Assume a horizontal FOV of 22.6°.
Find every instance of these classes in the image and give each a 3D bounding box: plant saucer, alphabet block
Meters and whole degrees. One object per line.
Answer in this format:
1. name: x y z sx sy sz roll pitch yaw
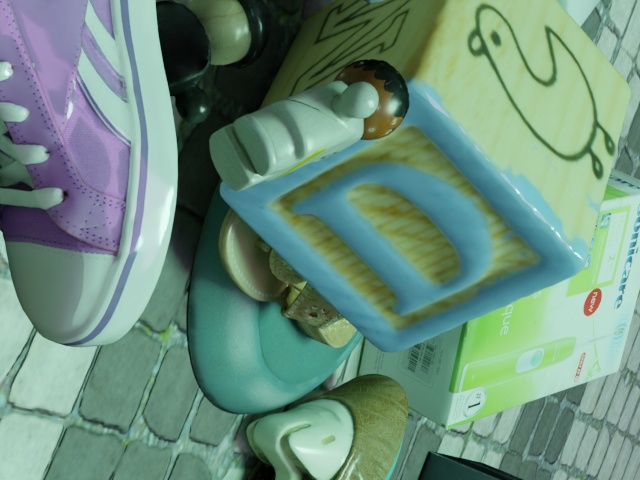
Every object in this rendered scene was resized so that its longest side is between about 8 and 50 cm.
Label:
1. plant saucer: 0.000 0.000 1.310 0.317 0.044 0.317 -44 145 -43
2. alphabet block: 0.078 -0.071 1.125 0.192 0.193 0.197 45 43 -23

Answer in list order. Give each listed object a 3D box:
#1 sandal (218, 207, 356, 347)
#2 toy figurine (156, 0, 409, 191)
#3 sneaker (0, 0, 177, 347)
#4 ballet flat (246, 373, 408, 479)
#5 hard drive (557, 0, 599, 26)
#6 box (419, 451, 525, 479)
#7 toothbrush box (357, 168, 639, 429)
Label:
1. sandal: 0.009 0.029 1.205 0.088 0.079 0.240 -64 154 -12
2. toy figurine: -0.037 -0.151 0.931 0.148 0.209 0.213 -27 133 -42
3. sneaker: -0.153 -0.087 0.701 0.161 0.102 0.282 -7 96 -46
4. ballet flat: -0.042 0.227 1.339 0.342 0.116 0.124 -54 133 -22
5. hard drive: 0.274 -0.383 1.581 0.203 0.040 0.307 -52 149 -34
6. box: 0.176 0.334 1.819 0.207 0.108 0.153 29 82 -64
7. toothbrush box: 0.187 0.041 1.546 0.283 0.122 0.206 -11 119 -46
